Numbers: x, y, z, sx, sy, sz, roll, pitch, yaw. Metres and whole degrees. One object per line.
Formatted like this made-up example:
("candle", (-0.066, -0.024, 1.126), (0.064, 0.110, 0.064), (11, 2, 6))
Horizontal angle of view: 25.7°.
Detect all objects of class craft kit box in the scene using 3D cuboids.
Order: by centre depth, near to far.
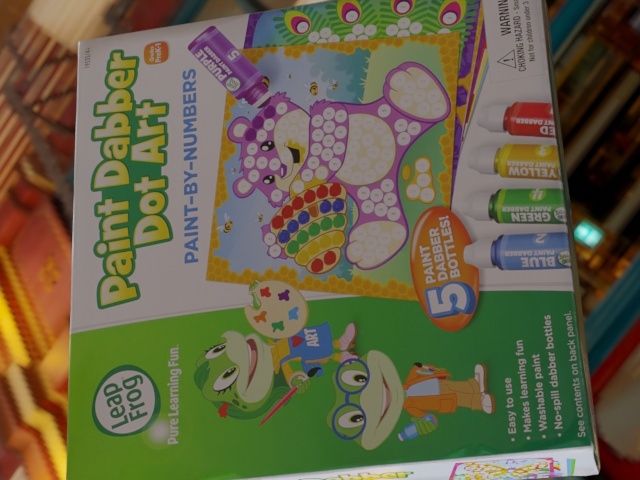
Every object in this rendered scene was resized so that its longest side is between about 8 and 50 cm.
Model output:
("craft kit box", (0.000, 0.000, 0.693), (0.061, 0.247, 0.249), (52, -149, -63))
